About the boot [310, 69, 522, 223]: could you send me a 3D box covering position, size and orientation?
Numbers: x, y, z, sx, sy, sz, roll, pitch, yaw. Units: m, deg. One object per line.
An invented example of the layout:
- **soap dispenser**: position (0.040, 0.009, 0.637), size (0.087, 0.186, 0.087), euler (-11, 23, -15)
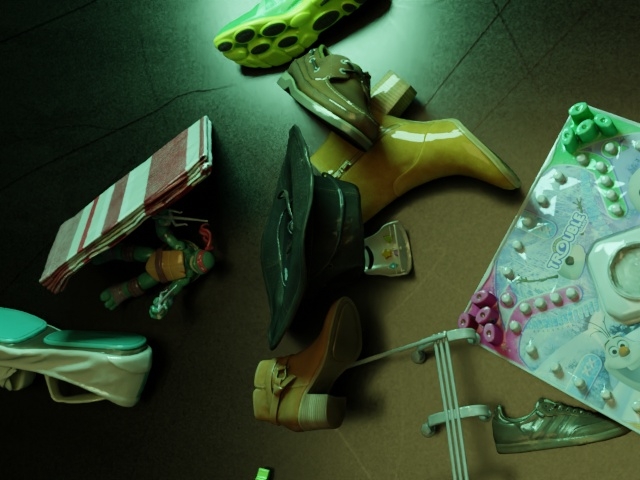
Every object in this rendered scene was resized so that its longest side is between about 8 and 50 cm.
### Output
- **boot**: position (0.136, -0.102, 1.277), size (0.295, 0.104, 0.211), euler (42, 100, 24)

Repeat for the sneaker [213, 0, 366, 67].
- **sneaker**: position (-0.043, -0.389, 1.385), size (0.295, 0.109, 0.124), euler (-29, 51, 13)

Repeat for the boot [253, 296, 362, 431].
- **boot**: position (-0.026, 0.176, 1.212), size (0.152, 0.073, 0.197), euler (-6, 61, 41)

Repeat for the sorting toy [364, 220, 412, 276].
- **sorting toy**: position (0.098, 0.020, 1.292), size (0.075, 0.045, 0.083), euler (-12, 78, 23)

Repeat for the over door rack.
- **over door rack**: position (0.096, 0.275, 1.204), size (0.324, 0.108, 0.240), euler (-18, 64, 27)

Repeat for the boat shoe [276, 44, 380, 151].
- **boat shoe**: position (0.020, -0.228, 1.249), size (0.104, 0.110, 0.307), euler (-49, 33, 6)

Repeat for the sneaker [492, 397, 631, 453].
- **sneaker**: position (0.332, 0.251, 1.164), size (0.188, 0.066, 0.071), euler (-13, 76, 14)

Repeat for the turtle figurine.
- **turtle figurine**: position (-0.257, 0.042, 1.357), size (0.234, 0.118, 0.175), euler (-9, 78, 28)

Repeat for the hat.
- **hat**: position (0.000, 0.000, 1.231), size (0.133, 0.331, 0.332), euler (4, 81, -13)

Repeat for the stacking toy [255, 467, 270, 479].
- **stacking toy**: position (-0.038, 0.469, 1.251), size (0.166, 0.052, 0.221), euler (7, 82, 18)

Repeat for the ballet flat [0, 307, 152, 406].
- **ballet flat**: position (-0.467, 0.201, 1.401), size (0.400, 0.139, 0.139), euler (8, 83, 18)

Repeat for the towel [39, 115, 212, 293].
- **towel**: position (-0.305, -0.065, 1.358), size (0.329, 0.237, 0.037), euler (-36, 114, 8)

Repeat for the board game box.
- **board game box**: position (0.431, 0.040, 1.137), size (0.390, 0.050, 0.390), euler (28, 90, 31)
